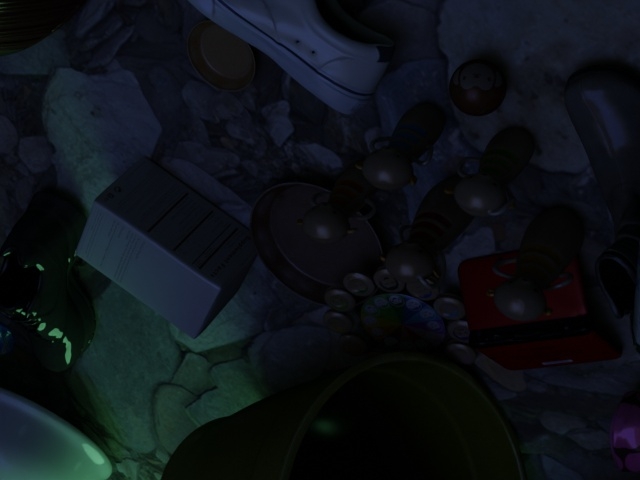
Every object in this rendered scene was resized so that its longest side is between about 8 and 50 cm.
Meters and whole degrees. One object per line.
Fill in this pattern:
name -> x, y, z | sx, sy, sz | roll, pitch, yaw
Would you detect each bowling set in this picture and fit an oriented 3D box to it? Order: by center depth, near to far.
bowling set -> 0.109, -0.062, 1.184 | 0.287, 0.154, 0.200 | 13, 130, 23

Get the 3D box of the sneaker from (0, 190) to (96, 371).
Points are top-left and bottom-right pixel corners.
sneaker -> -0.370, 0.074, 1.618 | 0.109, 0.130, 0.286 | 18, 133, 18

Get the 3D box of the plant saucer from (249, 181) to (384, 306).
plant saucer -> 0.000, 0.000, 1.392 | 0.168, 0.029, 0.168 | 17, 132, 20

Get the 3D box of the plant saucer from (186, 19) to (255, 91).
plant saucer -> -0.102, -0.197, 1.312 | 0.083, 0.015, 0.083 | 18, 132, 21

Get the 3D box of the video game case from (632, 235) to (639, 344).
video game case -> 0.421, -0.049, 0.968 | 0.329, 0.036, 0.300 | 0, 119, 5

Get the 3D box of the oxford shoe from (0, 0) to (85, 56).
oxford shoe -> -0.306, -0.324, 1.301 | 0.348, 0.123, 0.130 | -46, 67, 46

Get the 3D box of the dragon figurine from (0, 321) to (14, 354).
dragon figurine -> -0.483, 0.128, 1.724 | 0.144, 0.085, 0.289 | 43, 145, 33

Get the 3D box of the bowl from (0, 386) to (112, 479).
bowl -> -0.465, 0.330, 1.814 | 0.298, 0.134, 0.298 | 18, 151, 11

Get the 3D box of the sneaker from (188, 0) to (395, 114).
sneaker -> -0.039, -0.234, 1.206 | 0.258, 0.094, 0.091 | 36, 117, -3

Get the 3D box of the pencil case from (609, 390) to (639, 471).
pencil case -> 0.403, 0.217, 1.265 | 0.209, 0.095, 0.098 | 12, 145, 28

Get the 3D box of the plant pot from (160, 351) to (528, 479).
plant pot -> -0.007, 0.324, 1.459 | 0.353, 0.366, 0.366 | -12, 117, 51

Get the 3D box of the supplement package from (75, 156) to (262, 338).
supplement package -> -0.177, 0.008, 1.458 | 0.179, 0.105, 0.105 | 36, 134, 4

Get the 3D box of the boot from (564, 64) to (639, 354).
boot -> 0.279, -0.024, 1.100 | 0.083, 0.161, 0.246 | -20, 111, 41

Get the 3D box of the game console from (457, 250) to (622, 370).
game console -> 0.231, 0.074, 1.313 | 0.144, 0.085, 0.124 | -12, 148, 39

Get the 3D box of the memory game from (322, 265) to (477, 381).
memory game -> 0.089, 0.097, 1.397 | 0.186, 0.012, 0.186 | 12, 137, 12
